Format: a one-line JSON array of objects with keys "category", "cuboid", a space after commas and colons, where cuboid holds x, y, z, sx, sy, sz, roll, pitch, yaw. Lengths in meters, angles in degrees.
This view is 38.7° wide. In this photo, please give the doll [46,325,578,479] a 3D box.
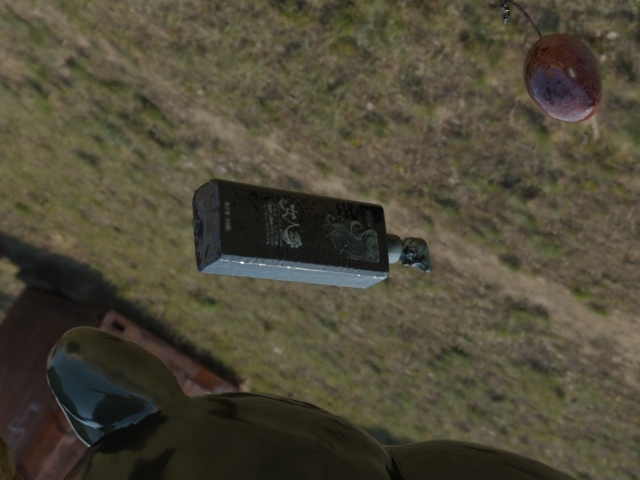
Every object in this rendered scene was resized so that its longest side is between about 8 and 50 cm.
[{"category": "doll", "cuboid": [0.005, 0.227, 0.355, 0.379, 0.382, 0.252, 5, 145, 1]}]

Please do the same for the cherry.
[{"category": "cherry", "cuboid": [0.286, -0.226, 1.133, 0.107, 0.090, 0.225, 31, -151, -36]}]

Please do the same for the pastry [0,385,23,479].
[{"category": "pastry", "cuboid": [-0.238, 0.152, 0.550, 0.081, 0.153, 0.153, -17, 153, 2]}]

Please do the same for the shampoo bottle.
[{"category": "shampoo bottle", "cuboid": [0.000, -0.001, 1.071, 0.310, 0.098, 0.071, 8, 155, -35]}]
